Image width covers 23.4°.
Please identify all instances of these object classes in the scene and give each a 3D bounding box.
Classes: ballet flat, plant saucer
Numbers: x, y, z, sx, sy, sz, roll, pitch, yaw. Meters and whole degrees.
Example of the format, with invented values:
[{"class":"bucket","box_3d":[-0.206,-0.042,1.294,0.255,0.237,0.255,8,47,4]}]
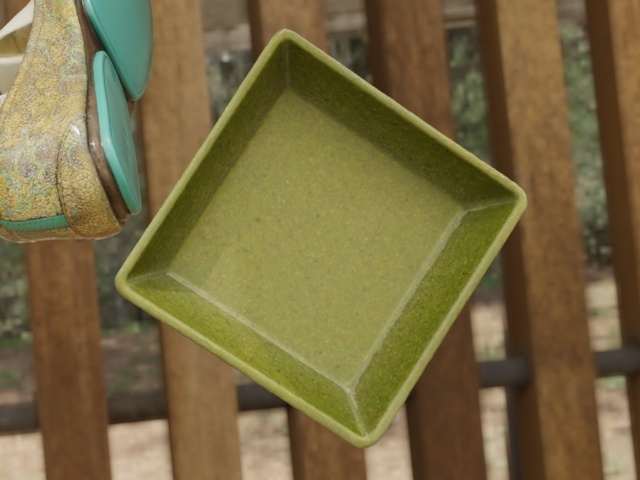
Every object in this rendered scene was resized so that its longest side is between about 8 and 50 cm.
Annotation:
[{"class":"ballet flat","box_3d":[-0.186,-0.111,1.099,0.123,0.123,0.348,-6,35,-1]},{"class":"plant saucer","box_3d":[0.000,0.000,0.946,0.188,0.188,0.045,34,-5,-8]}]
